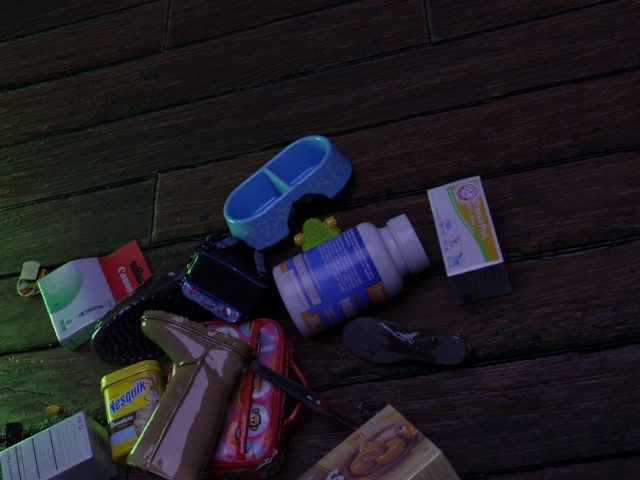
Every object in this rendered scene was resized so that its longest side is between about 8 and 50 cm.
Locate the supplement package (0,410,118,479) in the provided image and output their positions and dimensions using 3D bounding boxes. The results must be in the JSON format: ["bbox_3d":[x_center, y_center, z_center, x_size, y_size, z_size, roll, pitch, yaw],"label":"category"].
[{"bbox_3d":[-0.489,0.419,1.766,0.179,0.105,0.105,-27,53,2],"label":"supplement package"}]

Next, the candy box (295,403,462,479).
[{"bbox_3d":[0.049,0.423,1.520,0.316,0.087,0.183,-38,26,-9],"label":"candy box"}]

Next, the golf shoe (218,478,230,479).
[{"bbox_3d":[-0.234,0.469,1.656,0.186,0.067,0.086,-31,25,-6],"label":"golf shoe"}]

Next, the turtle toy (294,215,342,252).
[{"bbox_3d":[0.000,0.000,1.883,0.095,0.066,0.130,-28,52,-1],"label":"turtle toy"}]

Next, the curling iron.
[{"bbox_3d":[0.002,0.274,1.655,0.274,0.035,0.068,22,72,4],"label":"curling iron"}]

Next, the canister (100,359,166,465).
[{"bbox_3d":[-0.346,0.328,1.793,0.126,0.073,0.170,-22,54,6],"label":"canister"}]

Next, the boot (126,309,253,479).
[{"bbox_3d":[-0.266,0.270,1.642,0.236,0.089,0.269,15,66,23],"label":"boot"}]

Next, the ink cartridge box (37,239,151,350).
[{"bbox_3d":[-0.473,0.103,2.005,0.224,0.056,0.181,-33,53,0],"label":"ink cartridge box"}]

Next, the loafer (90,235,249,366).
[{"bbox_3d":[-0.300,0.119,1.900,0.366,0.134,0.130,-34,25,-15],"label":"loafer"}]

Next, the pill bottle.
[{"bbox_3d":[0.061,0.060,1.767,0.272,0.152,0.152,-26,53,3],"label":"pill bottle"}]

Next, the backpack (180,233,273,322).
[{"bbox_3d":[-0.171,0.062,1.785,0.158,0.173,0.117,30,104,-4],"label":"backpack"}]

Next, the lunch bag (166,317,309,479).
[{"bbox_3d":[-0.148,0.290,1.722,0.258,0.120,0.293,-4,58,14],"label":"lunch bag"}]

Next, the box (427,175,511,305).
[{"bbox_3d":[0.275,-0.001,1.750,0.103,0.114,0.203,-16,53,10],"label":"box"}]

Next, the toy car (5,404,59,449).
[{"bbox_3d":[-0.573,0.373,1.884,0.122,0.060,0.040,-19,7,-13],"label":"toy car"}]

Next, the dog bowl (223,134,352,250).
[{"bbox_3d":[-0.075,-0.105,1.952,0.297,0.074,0.166,-40,38,-7],"label":"dog bowl"}]

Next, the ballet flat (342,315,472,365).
[{"bbox_3d":[0.158,0.184,1.713,0.250,0.058,0.084,3,94,28],"label":"ballet flat"}]

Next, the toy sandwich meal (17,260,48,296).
[{"bbox_3d":[-0.641,0.085,2.093,0.085,0.029,0.086,-10,55,15],"label":"toy sandwich meal"}]
